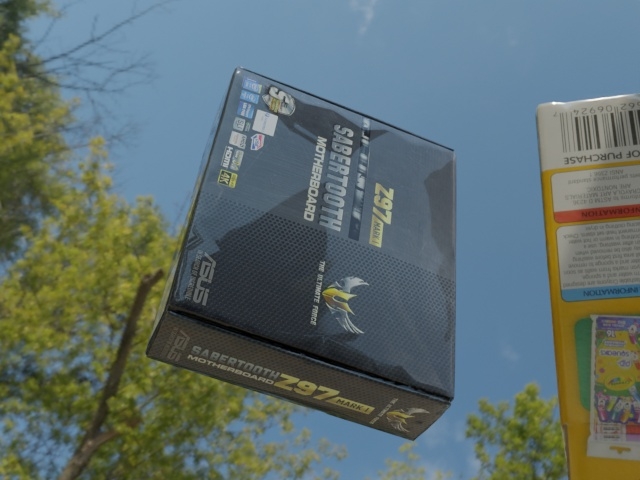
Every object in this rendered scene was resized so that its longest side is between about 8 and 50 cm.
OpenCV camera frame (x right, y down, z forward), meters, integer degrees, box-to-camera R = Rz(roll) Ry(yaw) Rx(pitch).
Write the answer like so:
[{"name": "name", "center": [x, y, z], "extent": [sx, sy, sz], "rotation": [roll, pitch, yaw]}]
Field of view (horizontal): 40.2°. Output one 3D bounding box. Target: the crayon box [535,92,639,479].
[{"name": "crayon box", "center": [0.267, 0.039, 0.622], "extent": [0.203, 0.323, 0.083], "rotation": [-5, -33, 15]}]

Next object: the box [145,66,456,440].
[{"name": "box", "center": [0.000, 0.000, 0.594], "extent": [0.183, 0.233, 0.059], "rotation": [21, -43, -12]}]
